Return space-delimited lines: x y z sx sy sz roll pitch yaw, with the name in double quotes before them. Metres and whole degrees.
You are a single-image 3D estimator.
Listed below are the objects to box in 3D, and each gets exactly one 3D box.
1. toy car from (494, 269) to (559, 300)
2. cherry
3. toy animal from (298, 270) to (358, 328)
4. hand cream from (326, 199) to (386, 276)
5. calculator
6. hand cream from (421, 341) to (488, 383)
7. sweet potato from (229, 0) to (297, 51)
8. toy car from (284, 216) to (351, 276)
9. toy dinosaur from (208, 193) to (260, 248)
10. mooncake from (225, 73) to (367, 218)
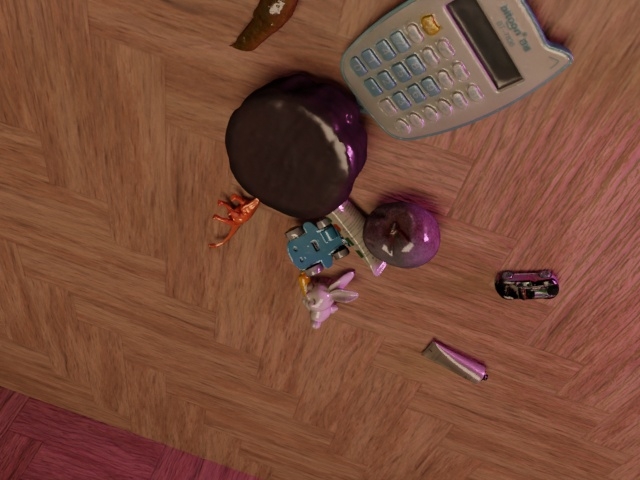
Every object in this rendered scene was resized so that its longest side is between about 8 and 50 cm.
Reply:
"toy car" 0.474 0.109 1.358 0.142 0.055 0.069 -3 129 22
"cherry" 0.184 -0.008 1.292 0.176 0.140 0.176 10 164 3
"toy animal" 0.012 0.136 1.555 0.127 0.131 0.181 -6 149 -19
"hand cream" 0.070 -0.038 1.349 0.276 0.095 0.059 47 156 -21
"calculator" 0.213 -0.312 1.034 0.386 0.054 0.256 -21 123 37
"hand cream" 0.378 0.341 1.637 0.186 0.054 0.087 27 142 2
"sweet potato" -0.084 -0.409 1.043 0.067 0.067 0.274 39 139 -19
"toy car" 0.000 0.000 1.423 0.161 0.098 0.126 -29 98 7
"toy dinosaur" -0.214 -0.058 1.449 0.101 0.055 0.279 23 140 -37
"mooncake" -0.044 -0.187 1.177 0.283 0.141 0.283 11 124 17
